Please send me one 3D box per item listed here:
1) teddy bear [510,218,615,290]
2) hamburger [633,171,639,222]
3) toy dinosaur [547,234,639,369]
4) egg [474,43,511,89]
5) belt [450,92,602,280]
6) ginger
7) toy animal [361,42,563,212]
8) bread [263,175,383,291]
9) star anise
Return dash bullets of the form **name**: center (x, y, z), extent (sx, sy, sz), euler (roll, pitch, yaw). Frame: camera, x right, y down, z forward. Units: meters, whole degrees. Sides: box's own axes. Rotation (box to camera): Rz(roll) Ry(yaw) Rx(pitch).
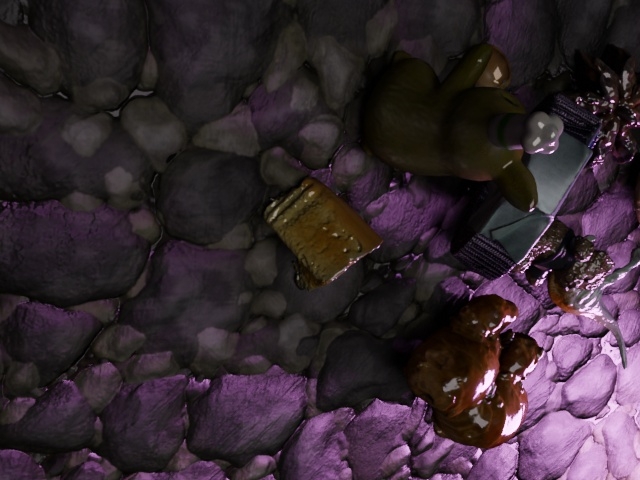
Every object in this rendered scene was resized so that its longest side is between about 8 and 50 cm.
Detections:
- **teddy bear**: center (0.429, 0.022, 1.368), extent (0.251, 0.182, 0.129), euler (14, 79, -19)
- **hamburger**: center (0.808, -0.109, 1.524), extent (0.277, 0.195, 0.318), euler (-36, 121, -10)
- **toy dinosaur**: center (0.577, 0.107, 1.527), extent (0.205, 0.092, 0.393), euler (-27, 119, -8)
- **egg**: center (0.279, -0.286, 1.212), extent (0.071, 0.071, 0.083), euler (-27, 106, -19)
- **belt**: center (0.334, -0.091, 1.211), extent (0.122, 0.260, 0.325), euler (33, 89, 0)
- **ginger**: center (0.310, 0.261, 1.415), extent (0.274, 0.152, 0.357), euler (-56, 129, -24)
- **toy animal**: center (0.226, -0.166, 1.068), extent (0.180, 0.363, 0.181), euler (-47, 130, -23)
- **bread**: center (0.000, 0.000, 1.175), extent (0.140, 0.169, 0.160), euler (-38, 165, -11)
- **star anise**: center (0.547, -0.244, 1.369), extent (0.236, 0.109, 0.223), euler (30, 89, -34)
